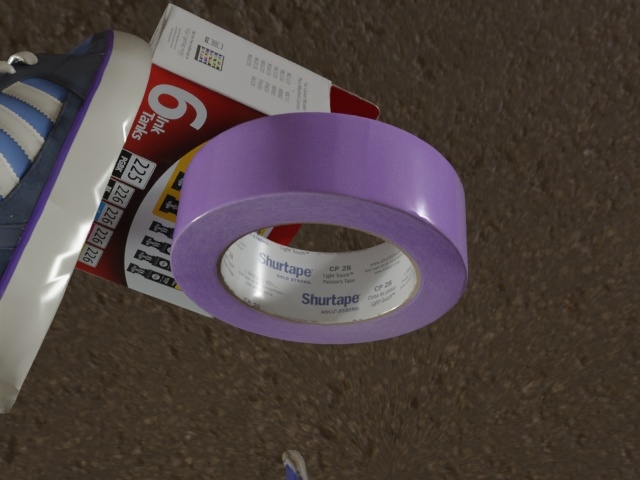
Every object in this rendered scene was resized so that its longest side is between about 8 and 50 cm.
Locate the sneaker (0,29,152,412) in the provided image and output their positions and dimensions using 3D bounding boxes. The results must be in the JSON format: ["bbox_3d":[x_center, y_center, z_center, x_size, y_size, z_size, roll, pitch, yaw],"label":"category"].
[{"bbox_3d":[-0.253,-0.061,0.553,0.236,0.130,0.322,22,48,-14],"label":"sneaker"}]

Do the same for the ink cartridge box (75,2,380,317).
[{"bbox_3d":[-0.116,-0.066,1.030,0.272,0.309,0.130,22,39,-17],"label":"ink cartridge box"}]

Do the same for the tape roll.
[{"bbox_3d":[0.000,0.000,0.847,0.275,0.274,0.090,0,57,5],"label":"tape roll"}]

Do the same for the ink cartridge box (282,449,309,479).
[{"bbox_3d":[-0.029,0.285,0.228,0.072,0.324,0.330,0,119,-11],"label":"ink cartridge box"}]
